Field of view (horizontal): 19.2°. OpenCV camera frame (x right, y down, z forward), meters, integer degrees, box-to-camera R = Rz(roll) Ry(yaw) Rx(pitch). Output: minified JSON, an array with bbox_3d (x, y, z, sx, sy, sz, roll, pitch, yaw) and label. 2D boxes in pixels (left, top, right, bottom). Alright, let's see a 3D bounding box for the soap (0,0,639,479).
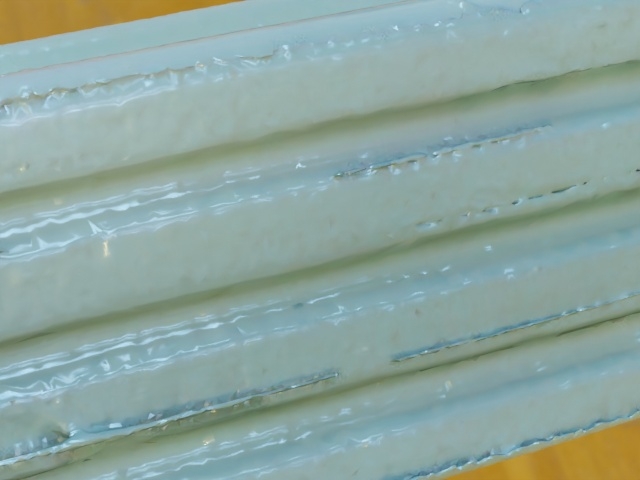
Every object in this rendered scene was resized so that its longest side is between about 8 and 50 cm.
[{"bbox_3d":[0.000,0.000,0.436,0.063,0.198,0.114,-153,54,-62],"label":"soap"}]
